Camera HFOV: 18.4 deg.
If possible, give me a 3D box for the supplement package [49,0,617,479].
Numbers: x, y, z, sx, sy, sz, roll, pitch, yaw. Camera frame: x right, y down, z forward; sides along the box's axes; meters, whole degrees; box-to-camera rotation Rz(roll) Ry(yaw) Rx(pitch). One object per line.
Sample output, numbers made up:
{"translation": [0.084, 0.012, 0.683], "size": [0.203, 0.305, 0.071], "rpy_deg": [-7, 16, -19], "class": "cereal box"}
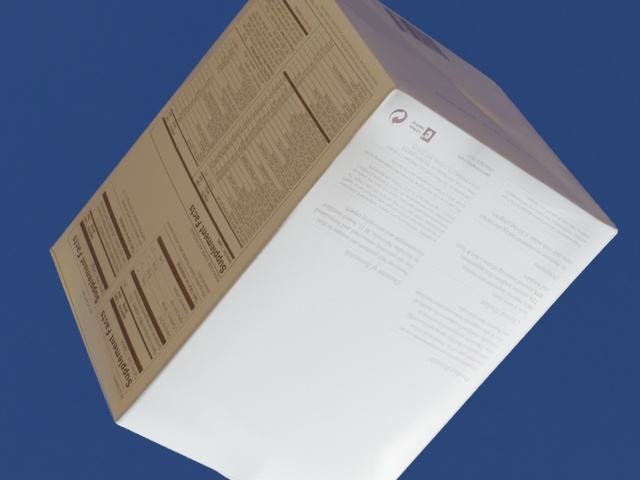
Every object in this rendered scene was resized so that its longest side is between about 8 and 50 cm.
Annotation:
{"translation": [0.000, 0.000, 1.241], "size": [0.263, 0.199, 0.198], "rpy_deg": [-50, -145, 14], "class": "supplement package"}
